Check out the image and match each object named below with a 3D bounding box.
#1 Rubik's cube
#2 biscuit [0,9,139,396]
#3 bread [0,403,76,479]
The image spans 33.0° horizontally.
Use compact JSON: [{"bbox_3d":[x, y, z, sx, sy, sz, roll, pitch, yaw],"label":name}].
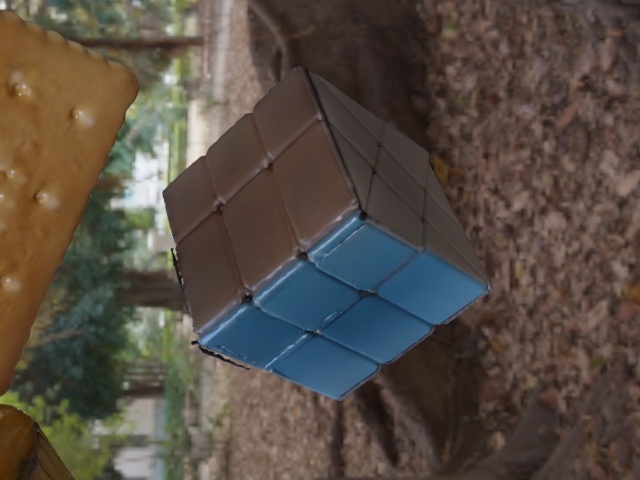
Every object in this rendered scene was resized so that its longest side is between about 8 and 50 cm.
[{"bbox_3d":[0.000,0.000,1.135,0.224,0.231,0.221,-40,47,22],"label":"Rubik's cube"},{"bbox_3d":[-0.223,-0.020,0.686,0.030,0.160,0.249,29,95,47],"label":"biscuit"},{"bbox_3d":[-0.277,0.225,0.677,0.204,0.288,0.156,-95,-12,-63],"label":"bread"}]
